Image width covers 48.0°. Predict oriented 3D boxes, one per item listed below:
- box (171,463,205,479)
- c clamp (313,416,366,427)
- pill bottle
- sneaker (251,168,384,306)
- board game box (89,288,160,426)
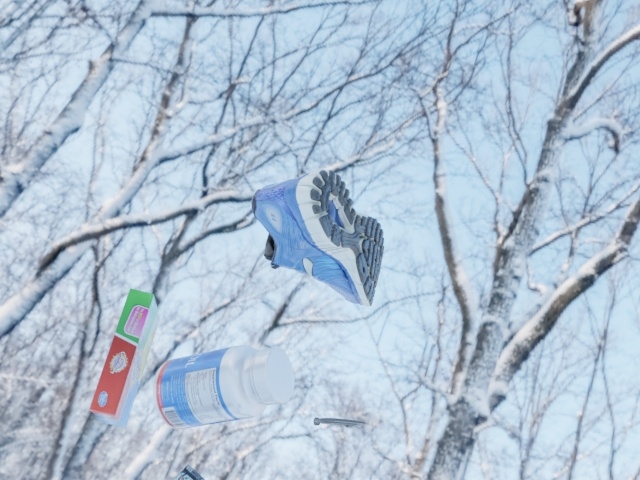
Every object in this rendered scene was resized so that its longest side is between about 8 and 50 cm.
[{"bbox_3d":[-0.303,0.623,1.765,0.137,0.027,0.094,42,-56,2],"label":"box"},{"bbox_3d":[0.046,0.479,1.883,0.161,0.022,0.137,17,-21,-35],"label":"c clamp"},{"bbox_3d":[-0.160,0.244,1.215,0.222,0.124,0.124,-15,-47,24],"label":"pill bottle"},{"bbox_3d":[0.000,0.000,1.116,0.147,0.129,0.330,0,-30,27],"label":"sneaker"},{"bbox_3d":[-0.504,0.312,1.878,0.064,0.316,0.242,14,-22,-3],"label":"board game box"}]
